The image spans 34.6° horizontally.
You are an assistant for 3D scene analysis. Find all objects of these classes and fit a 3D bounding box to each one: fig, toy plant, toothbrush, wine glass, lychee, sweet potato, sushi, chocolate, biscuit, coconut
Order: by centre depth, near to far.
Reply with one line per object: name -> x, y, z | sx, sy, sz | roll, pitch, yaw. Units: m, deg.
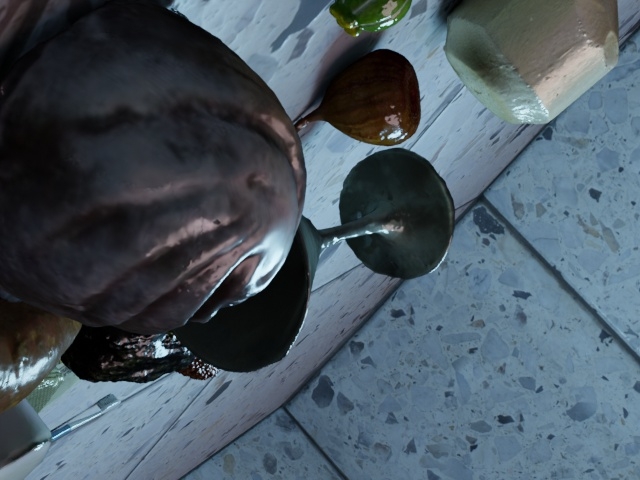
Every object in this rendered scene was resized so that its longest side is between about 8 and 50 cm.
chocolate -> -0.124, -0.034, 0.884 | 0.303, 0.213, 0.303 | -47, 155, -30
sweet potato -> -0.357, 0.128, 1.127 | 0.131, 0.131, 0.337 | -46, 167, 16
toy plant -> 0.080, -0.292, 1.133 | 0.162, 0.093, 0.093 | -43, 169, 1
sushi -> -0.242, 0.113, 1.384 | 0.225, 0.124, 0.127 | 4, 134, -49
wine glass -> 0.000, 0.000, 1.391 | 0.406, 0.267, 0.267 | -16, 152, -50
biscuit -> -0.451, 0.256, 1.431 | 0.199, 0.040, 0.121 | -48, 165, 8
fig -> 0.040, -0.183, 1.432 | 0.201, 0.133, 0.146 | -15, 160, 23
coconut -> 0.329, -0.317, 1.555 | 0.266, 0.237, 0.237 | -38, 169, 2
toothbrush -> -0.465, 0.340, 1.828 | 0.276, 0.025, 0.019 | -28, 157, -45
lychee -> -0.221, 0.190, 1.846 | 0.123, 0.129, 0.123 | -38, -151, 26

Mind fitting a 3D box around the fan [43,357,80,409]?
fan -> -0.450, 0.238, 1.497 | 0.415, 0.012, 0.233 | -38, 164, -34

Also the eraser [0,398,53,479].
eraser -> -0.477, 0.280, 1.219 | 0.331, 0.150, 0.331 | -38, 169, -9
